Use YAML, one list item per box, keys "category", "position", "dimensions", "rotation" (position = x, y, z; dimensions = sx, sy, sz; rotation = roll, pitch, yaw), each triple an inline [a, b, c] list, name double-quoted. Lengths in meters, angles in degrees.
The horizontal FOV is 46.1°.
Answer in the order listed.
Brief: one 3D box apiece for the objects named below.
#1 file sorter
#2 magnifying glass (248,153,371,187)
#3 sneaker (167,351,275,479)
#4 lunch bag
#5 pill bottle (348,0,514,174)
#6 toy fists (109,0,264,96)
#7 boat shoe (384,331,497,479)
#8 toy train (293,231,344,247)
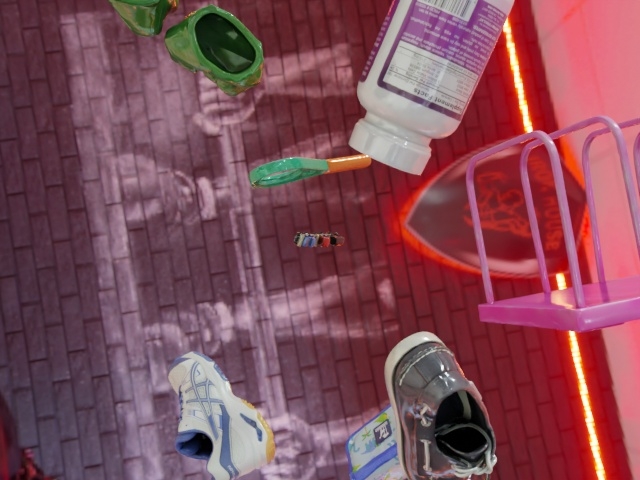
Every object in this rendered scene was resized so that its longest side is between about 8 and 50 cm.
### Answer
- category: "file sorter"
  position: [0.315, -0.029, 0.741]
  dimensions: [0.202, 0.290, 0.182]
  rotation: [164, -84, -78]
- category: "magnifying glass"
  position: [-0.014, -0.120, 1.249]
  dimensions: [0.092, 0.231, 0.026]
  rotation: [-29, -106, 55]
- category: "sneaker"
  position: [-0.205, 0.295, 1.283]
  dimensions: [0.296, 0.131, 0.112]
  rotation: [31, -43, 46]
- category: "lunch bag"
  position: [0.107, 0.273, 1.015]
  dimensions: [0.096, 0.129, 0.151]
  rotation: [52, 11, 11]
- category: "pill bottle"
  position: [0.156, -0.260, 1.137]
  dimensions: [0.169, 0.169, 0.302]
  rotation: [-121, -127, -67]
- category: "toy fists"
  position: [-0.195, -0.296, 1.006]
  dimensions: [0.096, 0.279, 0.142]
  rotation: [-54, -168, 6]
- category: "boat shoe"
  position: [0.104, 0.165, 0.601]
  dimensions: [0.065, 0.075, 0.206]
  rotation: [45, -20, 53]
- category: "toy train"
  position: [0.000, 0.000, 1.441]
  dimensions: [0.036, 0.158, 0.027]
  rotation: [27, -75, 29]
